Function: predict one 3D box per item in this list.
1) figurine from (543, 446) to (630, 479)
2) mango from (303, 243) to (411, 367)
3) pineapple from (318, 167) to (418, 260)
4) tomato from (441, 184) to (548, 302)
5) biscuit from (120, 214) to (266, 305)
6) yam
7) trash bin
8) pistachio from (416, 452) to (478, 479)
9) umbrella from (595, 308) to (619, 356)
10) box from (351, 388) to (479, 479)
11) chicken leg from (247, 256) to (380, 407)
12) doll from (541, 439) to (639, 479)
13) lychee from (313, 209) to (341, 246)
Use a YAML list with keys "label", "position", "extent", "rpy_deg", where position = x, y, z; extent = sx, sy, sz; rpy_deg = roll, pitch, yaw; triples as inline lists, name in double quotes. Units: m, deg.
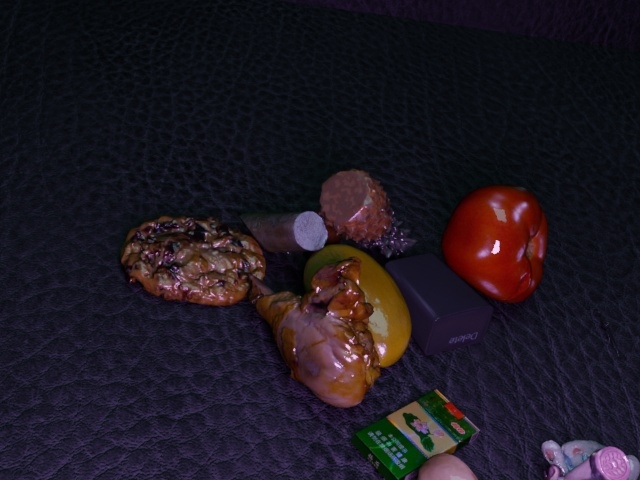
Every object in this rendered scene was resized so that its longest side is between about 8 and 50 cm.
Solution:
- label: "figurine"
  position: [0.408, 0.530, 1.519]
  extent: [0.211, 0.253, 0.361]
  rpy_deg: [-16, 6, 41]
- label: "mango"
  position: [0.091, 0.134, 1.999]
  extent: [0.195, 0.142, 0.331]
  rpy_deg: [-25, 58, -33]
- label: "pineapple"
  position: [0.125, -0.045, 2.159]
  extent: [0.169, 0.169, 0.340]
  rpy_deg: [43, 3, 34]
- label: "tomato"
  position: [0.416, 0.001, 2.147]
  extent: [0.226, 0.298, 0.298]
  rpy_deg: [4, 27, 38]
- label: "biscuit"
  position: [-0.291, 0.031, 2.064]
  extent: [0.334, 0.081, 0.289]
  rpy_deg: [4, 39, -14]
- label: "yam"
  position: [-0.102, -0.021, 2.103]
  extent: [0.106, 0.106, 0.259]
  rpy_deg: [-24, 15, -39]
- label: "trash bin"
  position: [0.258, 0.140, 2.060]
  extent: [0.165, 0.115, 0.225]
  rpy_deg: [-11, 39, -27]
- label: "pistachio"
  position: [0.244, 0.473, 1.614]
  extent: [0.108, 0.126, 0.185]
  rpy_deg: [21, 28, -46]
- label: "umbrella"
  position: [0.696, 0.223, 2.151]
  extent: [0.022, 0.022, 0.148]
  rpy_deg: [20, 38, -31]
- label: "box"
  position: [0.191, 0.389, 1.773]
  extent: [0.235, 0.034, 0.132]
  rpy_deg: [-19, 47, -35]
- label: "chicken leg"
  position: [-0.010, 0.146, 1.868]
  extent: [0.182, 0.295, 0.409]
  rpy_deg: [4, 21, -42]
- label: "doll"
  position: [0.539, 0.446, 1.772]
  extent: [0.214, 0.071, 0.103]
  rpy_deg: [15, 44, -9]
- label: "lychee"
  position: [-0.003, -0.005, 2.185]
  extent: [0.101, 0.140, 0.114]
  rpy_deg: [18, -1, 14]
